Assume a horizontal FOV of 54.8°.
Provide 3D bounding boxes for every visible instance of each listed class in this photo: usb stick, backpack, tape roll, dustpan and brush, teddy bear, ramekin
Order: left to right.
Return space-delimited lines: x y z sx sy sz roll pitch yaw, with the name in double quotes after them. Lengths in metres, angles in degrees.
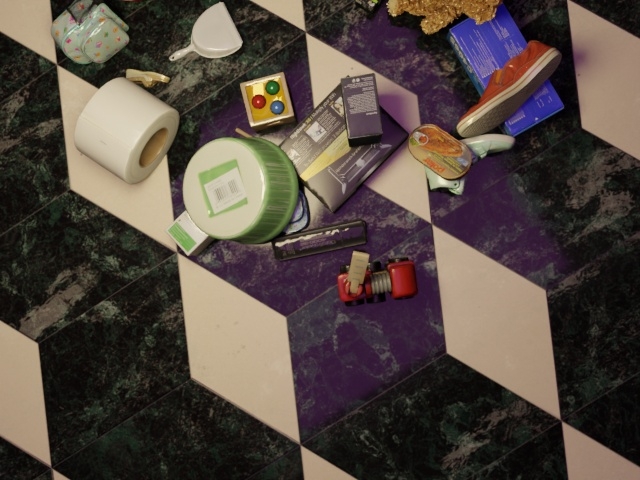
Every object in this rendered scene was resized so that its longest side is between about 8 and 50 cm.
-0.653 -0.588 1.745 0.188 0.166 0.144 -34 79 5 "backpack"
-0.527 -0.299 1.699 0.169 0.246 0.246 33 92 2 "tape roll"
-0.346 -0.578 1.789 0.211 0.060 0.147 -26 87 -4 "dustpan and brush"
-0.226 -0.138 1.679 0.304 0.148 0.303 1 92 24 "ramekin"
-0.086 -0.080 1.752 0.105 0.084 0.114 -15 93 6 "backpack"
0.000 0.000 1.767 0.278 0.045 0.077 -12 96 3 "usb stick"
0.344 -0.680 1.691 0.338 0.113 0.244 -2 71 25 "teddy bear"

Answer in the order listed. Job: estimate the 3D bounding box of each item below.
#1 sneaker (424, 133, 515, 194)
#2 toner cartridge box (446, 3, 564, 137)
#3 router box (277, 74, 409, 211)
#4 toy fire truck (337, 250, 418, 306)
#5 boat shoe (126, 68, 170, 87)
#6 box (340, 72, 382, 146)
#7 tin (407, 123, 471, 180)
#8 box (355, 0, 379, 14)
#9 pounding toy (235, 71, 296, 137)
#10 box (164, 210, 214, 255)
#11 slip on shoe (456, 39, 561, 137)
0.418 -0.206 1.717 0.256 0.094 0.151 -9 84 13 "sneaker"
0.512 -0.471 1.723 0.165 0.075 0.347 -29 88 4 "toner cartridge box"
0.057 -0.269 1.745 0.309 0.081 0.243 -45 88 2 "router box"
0.151 0.097 1.656 0.217 0.246 0.158 -7 90 3 "toy fire truck"
-0.503 -0.467 1.797 0.136 0.050 0.045 10 94 13 "boat shoe"
0.108 -0.338 1.623 0.093 0.156 0.158 -8 89 4 "box"
0.324 -0.238 1.679 0.190 0.040 0.106 41 89 20 "tin"
0.145 -0.700 1.756 0.062 0.052 0.083 32 91 2 "box"
-0.164 -0.348 1.752 0.181 0.094 0.205 -14 89 3 "pounding toy"
-0.368 -0.019 1.759 0.087 0.102 0.101 -43 86 0 "box"
0.485 -0.401 1.640 0.331 0.123 0.101 -44 65 3 "slip on shoe"
